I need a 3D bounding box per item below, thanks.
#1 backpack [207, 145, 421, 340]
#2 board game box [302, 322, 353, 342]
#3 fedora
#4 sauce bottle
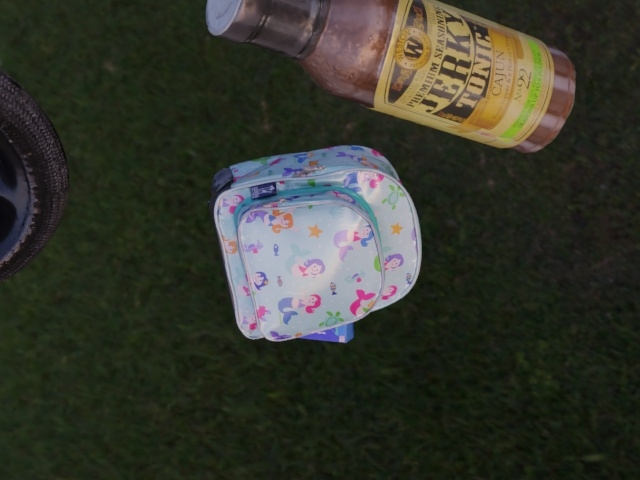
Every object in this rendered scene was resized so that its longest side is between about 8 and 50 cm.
[{"bbox_3d":[0.000,0.000,1.456,0.191,0.253,0.225,-121,19,-66],"label":"backpack"},{"bbox_3d":[-0.019,0.077,2.144,0.160,0.047,0.210,3,100,20],"label":"board game box"},{"bbox_3d":[-0.420,-0.093,1.193,0.334,0.334,0.152,-43,43,21],"label":"fedora"},{"bbox_3d":[0.066,-0.162,1.012,0.111,0.344,0.111,-27,58,54],"label":"sauce bottle"}]
